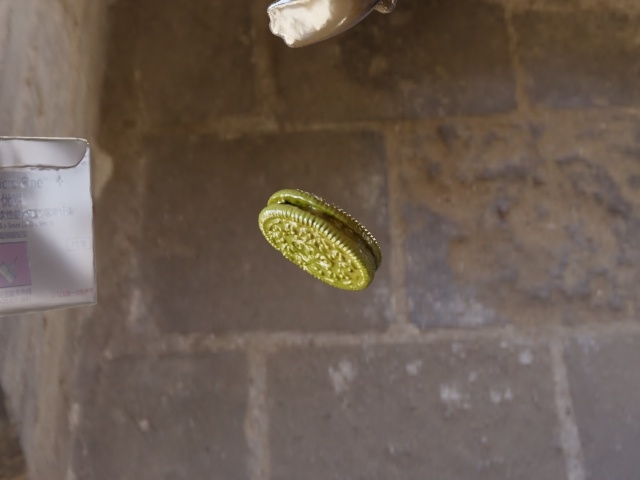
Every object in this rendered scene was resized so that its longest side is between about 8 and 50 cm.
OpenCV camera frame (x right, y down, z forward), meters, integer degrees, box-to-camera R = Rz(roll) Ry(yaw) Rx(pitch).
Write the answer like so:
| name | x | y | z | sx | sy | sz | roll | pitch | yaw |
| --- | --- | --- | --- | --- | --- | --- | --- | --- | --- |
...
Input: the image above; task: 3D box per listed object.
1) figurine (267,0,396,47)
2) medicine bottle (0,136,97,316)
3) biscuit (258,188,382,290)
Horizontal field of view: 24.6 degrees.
| name | x | y | z | sx | sy | sz | roll | pitch | yaw |
| --- | --- | --- | --- | --- | --- | --- | --- | --- | --- |
| figurine | 0.029 | -0.270 | 1.142 | 0.177 | 0.247 | 0.173 | 34 | 51 | 2 |
| medicine bottle | -0.301 | -0.013 | 1.374 | 0.052 | 0.171 | 0.201 | 0 | 2 | 38 |
| biscuit | 0.000 | 0.000 | 0.933 | 0.084 | 0.084 | 0.023 | 24 | 67 | 21 |
